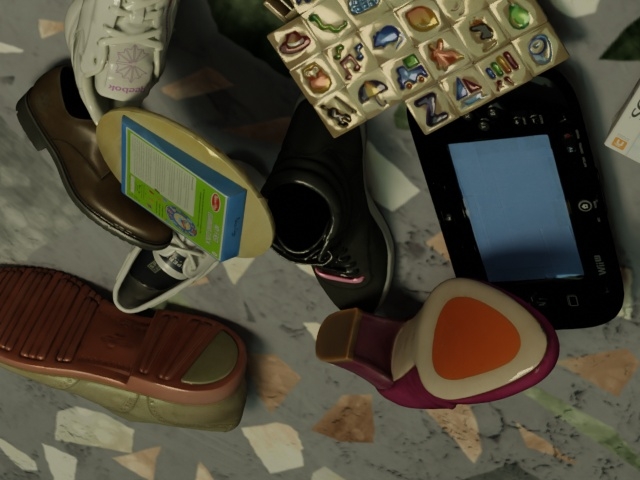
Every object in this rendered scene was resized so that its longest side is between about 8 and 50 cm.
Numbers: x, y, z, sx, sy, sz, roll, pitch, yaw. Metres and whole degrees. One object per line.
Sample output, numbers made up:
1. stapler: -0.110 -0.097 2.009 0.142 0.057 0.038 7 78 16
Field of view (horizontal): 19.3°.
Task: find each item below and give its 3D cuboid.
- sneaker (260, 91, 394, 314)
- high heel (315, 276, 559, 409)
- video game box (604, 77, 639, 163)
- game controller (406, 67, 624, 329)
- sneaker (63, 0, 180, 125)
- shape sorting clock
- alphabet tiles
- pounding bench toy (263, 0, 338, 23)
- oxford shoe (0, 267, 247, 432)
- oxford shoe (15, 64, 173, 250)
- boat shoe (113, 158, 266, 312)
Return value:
1. sneaker: 0.000 0.000 1.920 0.105 0.147 0.295 8 134 20
2. high heel: 0.162 0.118 1.903 0.181 0.127 0.377 21 172 -29
3. video game box: 0.383 -0.111 1.685 0.205 0.048 0.187 28 139 3
4. game controller: 0.194 -0.037 1.840 0.166 0.067 0.319 1 130 27
5. sneaker: -0.167 -0.225 1.791 0.114 0.152 0.305 2 146 -18
6. shape sorting clock: -0.130 -0.057 1.827 0.206 0.040 0.206 32 154 18
7. alphabet tiles: 0.077 -0.195 1.728 0.237 0.009 0.198 -28 106 24
8. pounding bench toy: -0.019 -0.247 1.770 0.083 0.052 0.065 40 136 -10
9. oxford shoe: -0.274 0.145 2.212 0.397 0.140 0.146 17 143 17
10. oxford shoe: -0.225 -0.088 1.977 0.227 0.083 0.096 50 127 4
11. boat shoe: -0.143 0.006 2.047 0.095 0.084 0.258 37 137 -7
